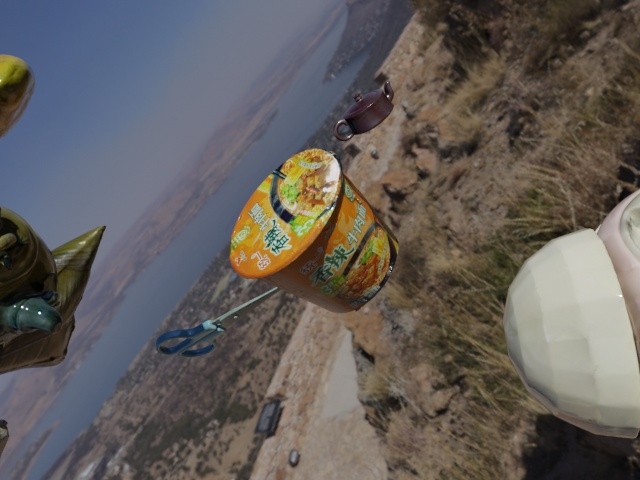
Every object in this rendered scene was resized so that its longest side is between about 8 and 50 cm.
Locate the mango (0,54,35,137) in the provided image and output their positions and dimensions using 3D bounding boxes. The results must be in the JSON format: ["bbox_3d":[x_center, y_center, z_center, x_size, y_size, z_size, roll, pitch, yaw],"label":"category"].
[{"bbox_3d":[-0.591,-0.249,0.960,0.317,0.119,0.176,-6,46,47],"label":"mango"}]

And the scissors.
[{"bbox_3d":[-0.267,0.226,1.517,0.447,0.193,0.029,-32,55,24],"label":"scissors"}]

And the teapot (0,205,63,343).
[{"bbox_3d":[-0.397,0.016,0.610,0.182,0.269,0.173,-44,0,41],"label":"teapot"}]

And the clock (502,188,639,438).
[{"bbox_3d":[0.334,0.040,0.358,0.342,0.183,0.326,-24,28,-30],"label":"clock"}]

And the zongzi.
[{"bbox_3d":[-0.504,0.092,0.887,0.300,0.138,0.286,-56,-15,8],"label":"zongzi"}]

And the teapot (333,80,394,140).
[{"bbox_3d":[0.056,-0.171,0.709,0.100,0.045,0.068,-39,20,-1],"label":"teapot"}]

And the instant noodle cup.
[{"bbox_3d":[0.000,0.000,0.847,0.230,0.182,0.230,-31,38,28],"label":"instant noodle cup"}]

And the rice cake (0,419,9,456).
[{"bbox_3d":[-0.584,0.426,0.829,0.106,0.050,0.297,52,-127,-67],"label":"rice cake"}]
